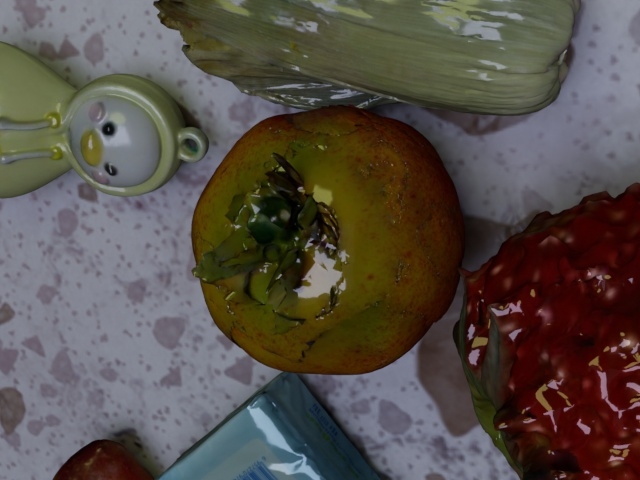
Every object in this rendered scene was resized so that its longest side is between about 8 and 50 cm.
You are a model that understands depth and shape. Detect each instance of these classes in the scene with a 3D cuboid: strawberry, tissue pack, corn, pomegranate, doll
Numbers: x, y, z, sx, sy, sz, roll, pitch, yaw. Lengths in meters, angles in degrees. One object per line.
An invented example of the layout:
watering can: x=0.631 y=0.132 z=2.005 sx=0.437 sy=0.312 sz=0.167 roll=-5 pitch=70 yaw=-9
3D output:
strawberry: x=0.263 y=0.057 z=0.660 sx=0.343 sy=0.292 sz=0.292 roll=-33 pitch=92 yaw=0
tissue pack: x=-0.012 y=0.267 z=0.891 sx=0.177 sy=0.089 sz=0.263 roll=-41 pitch=91 yaw=26
corn: x=0.033 y=-0.162 z=0.729 sx=0.305 sy=0.123 sz=0.122 roll=9 pitch=83 yaw=18
pomegranate: x=0.000 y=0.000 z=0.730 sx=0.210 sy=0.235 sz=0.210 roll=0 pitch=89 yaw=24
doll: x=-0.239 y=-0.098 z=0.852 sx=0.296 sy=0.117 sz=0.141 roll=9 pitch=111 yaw=18

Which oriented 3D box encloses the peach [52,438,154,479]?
peach: x=-0.209 y=0.329 z=0.951 sx=0.154 sy=0.159 sz=0.267 roll=24 pitch=110 yaw=6
